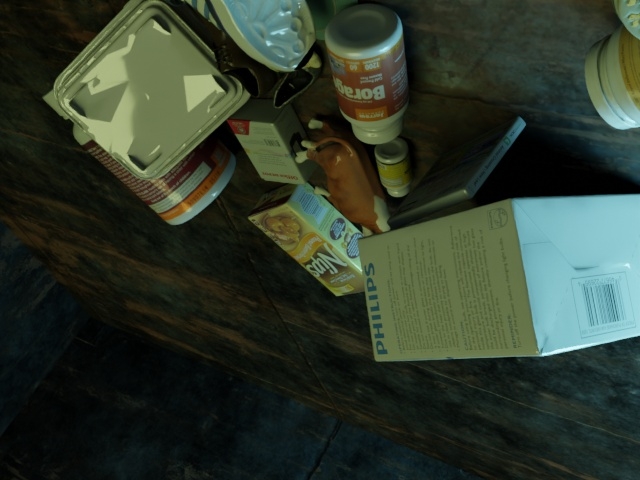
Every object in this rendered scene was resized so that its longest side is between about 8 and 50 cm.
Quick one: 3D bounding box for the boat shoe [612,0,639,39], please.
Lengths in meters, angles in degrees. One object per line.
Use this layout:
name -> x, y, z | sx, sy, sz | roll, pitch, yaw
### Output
boat shoe -> 0.440, -0.380, 0.604 | 0.186, 0.156, 0.500 | 28, 141, -6

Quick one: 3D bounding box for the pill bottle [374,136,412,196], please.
pill bottle -> 0.143, -0.138, 1.399 | 0.065, 0.065, 0.116 | 18, 150, 25

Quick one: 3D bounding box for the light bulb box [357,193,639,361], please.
light bulb box -> 0.314, 0.065, 1.209 | 0.357, 0.225, 0.361 | -3, 173, -34

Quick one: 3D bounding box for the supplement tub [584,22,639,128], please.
supplement tub -> 0.439, -0.219, 0.874 | 0.144, 0.144, 0.199 | 43, 151, -21

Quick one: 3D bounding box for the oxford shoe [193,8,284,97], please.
oxford shoe -> -0.161, -0.355, 1.318 | 0.227, 0.096, 0.082 | 47, 151, -25

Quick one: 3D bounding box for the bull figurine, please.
bull figurine -> 0.058, -0.107, 1.464 | 0.188, 0.101, 0.310 | 31, 153, 39

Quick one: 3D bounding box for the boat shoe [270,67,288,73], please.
boat shoe -> -0.124, -0.377, 1.253 | 0.228, 0.081, 0.068 | 46, 169, -7

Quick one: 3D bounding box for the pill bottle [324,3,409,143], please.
pill bottle -> 0.082, -0.264, 1.191 | 0.121, 0.121, 0.216 | 18, 150, 24

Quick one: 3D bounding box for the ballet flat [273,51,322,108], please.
ballet flat -> -0.041, -0.294, 1.344 | 0.057, 0.049, 0.173 | 34, 153, -7

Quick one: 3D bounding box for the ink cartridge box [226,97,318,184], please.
ink cartridge box -> -0.096, -0.207, 1.520 | 0.127, 0.072, 0.175 | 11, 146, 34

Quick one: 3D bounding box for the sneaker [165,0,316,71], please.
sneaker -> -0.168, -0.400, 1.147 | 0.322, 0.130, 0.236 | 40, 173, -32

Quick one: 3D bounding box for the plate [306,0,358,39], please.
plate -> -0.026, -0.398, 1.185 | 0.188, 0.024, 0.188 | 24, 152, 14

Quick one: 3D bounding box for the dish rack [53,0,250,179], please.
dish rack -> -0.329, -0.285, 1.413 | 0.333, 0.072, 0.285 | -38, 114, 18

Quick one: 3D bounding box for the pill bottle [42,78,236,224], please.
pill bottle -> -0.393, -0.240, 1.606 | 0.224, 0.224, 0.392 | -7, 135, 51

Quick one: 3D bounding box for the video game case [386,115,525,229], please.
video game case -> 0.224, -0.109, 1.222 | 0.023, 0.193, 0.212 | 47, 150, -11

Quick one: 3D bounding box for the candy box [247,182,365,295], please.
candy box -> 0.000, 0.000, 1.748 | 0.316, 0.088, 0.183 | 43, 151, -20
